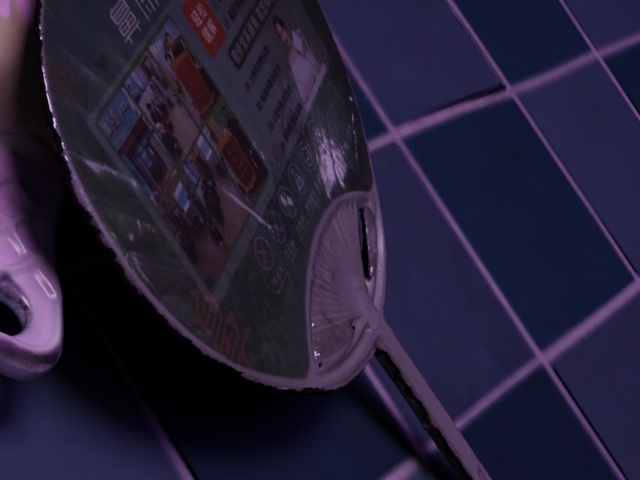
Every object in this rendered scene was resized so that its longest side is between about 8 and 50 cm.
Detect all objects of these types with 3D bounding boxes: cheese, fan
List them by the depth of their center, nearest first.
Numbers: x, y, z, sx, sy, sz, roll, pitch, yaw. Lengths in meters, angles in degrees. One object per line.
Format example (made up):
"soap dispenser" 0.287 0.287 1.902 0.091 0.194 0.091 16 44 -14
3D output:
"cheese" -0.105 -0.055 0.543 0.137 0.064 0.227 22 44 -33
"fan" -0.017 -0.006 0.571 0.223 0.012 0.294 -14 83 -65
